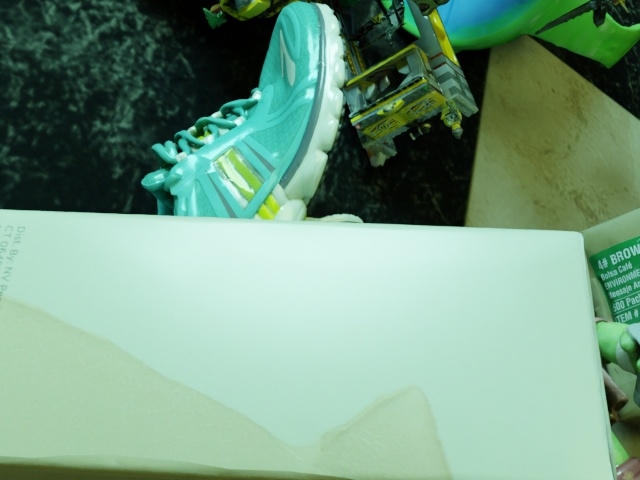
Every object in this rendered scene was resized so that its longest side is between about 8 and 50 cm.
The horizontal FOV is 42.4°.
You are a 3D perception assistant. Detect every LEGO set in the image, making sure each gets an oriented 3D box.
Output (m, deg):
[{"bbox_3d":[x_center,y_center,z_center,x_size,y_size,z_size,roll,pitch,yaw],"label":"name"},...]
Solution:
[{"bbox_3d":[0.088,-0.192,0.637,0.255,0.331,0.192,26,44,-65],"label":"LEGO set"}]

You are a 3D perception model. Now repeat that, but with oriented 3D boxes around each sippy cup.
[{"bbox_3d":[0.202,-0.315,0.860,0.224,0.240,0.306,-15,96,-51],"label":"sippy cup"}]

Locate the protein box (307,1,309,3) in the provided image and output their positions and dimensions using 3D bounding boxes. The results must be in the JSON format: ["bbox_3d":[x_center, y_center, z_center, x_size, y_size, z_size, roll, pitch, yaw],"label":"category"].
[{"bbox_3d":[-0.080,-0.332,0.707,0.201,0.136,0.200,-4,68,-38],"label":"protein box"}]

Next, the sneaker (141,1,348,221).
[{"bbox_3d":[-0.057,-0.044,0.540,0.110,0.107,0.275,23,75,-11],"label":"sneaker"}]

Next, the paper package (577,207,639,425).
[{"bbox_3d":[0.424,0.042,0.687,0.309,0.324,0.168,21,53,-47],"label":"paper package"}]

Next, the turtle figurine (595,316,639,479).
[{"bbox_3d":[0.140,0.126,0.563,0.197,0.275,0.266,-19,78,-6],"label":"turtle figurine"}]

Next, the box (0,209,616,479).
[{"bbox_3d":[-0.038,0.074,0.394,0.311,0.148,0.121,2,58,4],"label":"box"}]

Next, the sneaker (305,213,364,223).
[{"bbox_3d":[0.000,0.000,0.646,0.083,0.031,0.035,-6,81,-34],"label":"sneaker"}]
